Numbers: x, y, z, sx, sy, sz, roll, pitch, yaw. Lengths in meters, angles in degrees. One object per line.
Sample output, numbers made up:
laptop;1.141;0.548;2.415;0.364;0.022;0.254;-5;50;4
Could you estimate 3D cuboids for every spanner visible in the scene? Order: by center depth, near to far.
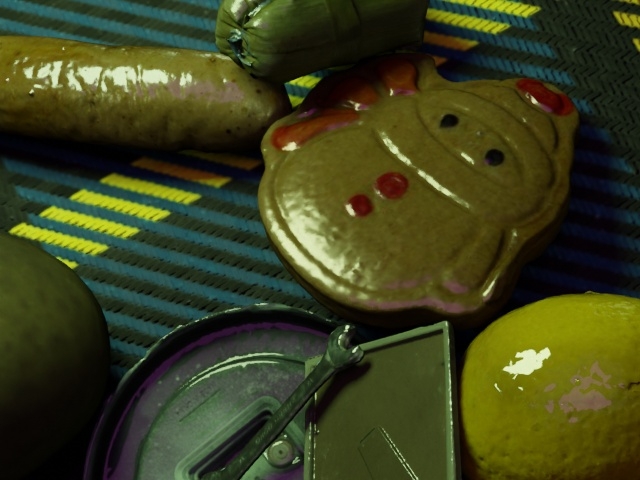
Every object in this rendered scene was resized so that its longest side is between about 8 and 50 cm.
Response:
spanner;-0.044;0.186;1.389;0.254;0.015;0.054;-49;40;3

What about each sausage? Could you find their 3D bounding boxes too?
sausage;-0.278;-0.176;1.594;0.501;0.136;0.123;6;112;13

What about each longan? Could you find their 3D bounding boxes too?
longan;-0.386;0.129;1.439;0.319;0.319;0.319;-3;72;9

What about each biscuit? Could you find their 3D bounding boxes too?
biscuit;0.116;-0.071;1.474;0.381;0.074;0.359;-34;59;-17

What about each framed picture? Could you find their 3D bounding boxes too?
framed picture;0.055;0.216;1.323;0.189;0.023;0.260;-20;57;34

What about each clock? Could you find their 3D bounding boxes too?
clock;-0.062;0.262;1.447;0.386;0.076;0.386;-3;73;9

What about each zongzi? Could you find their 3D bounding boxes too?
zongzi;-0.045;-0.295;1.552;0.251;0.125;0.274;-18;48;-32

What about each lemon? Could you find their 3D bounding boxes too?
lemon;0.258;0.165;1.340;0.263;0.236;0.236;-23;68;28
